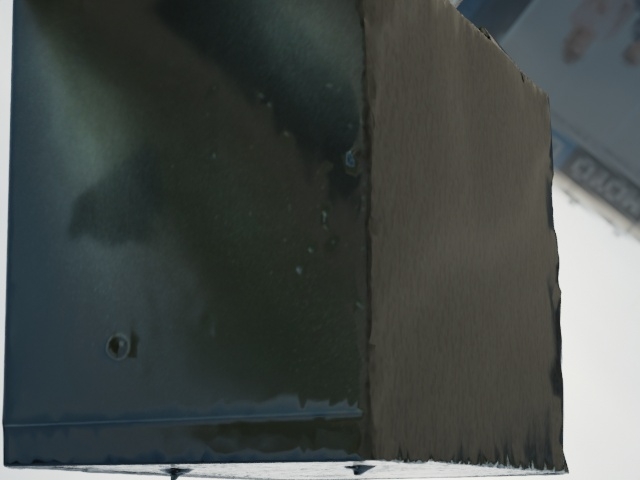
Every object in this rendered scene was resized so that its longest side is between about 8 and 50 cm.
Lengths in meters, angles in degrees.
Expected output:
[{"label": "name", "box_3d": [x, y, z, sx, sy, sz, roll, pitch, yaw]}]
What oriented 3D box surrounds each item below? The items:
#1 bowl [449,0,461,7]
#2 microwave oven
[{"label": "bowl", "box_3d": [0.046, -0.303, 1.231, 0.277, 0.145, 0.277, 45, -158, -23]}, {"label": "microwave oven", "box_3d": [0.000, 0.000, 1.073, 0.432, 0.236, 0.374, 21, -115, -66]}]
